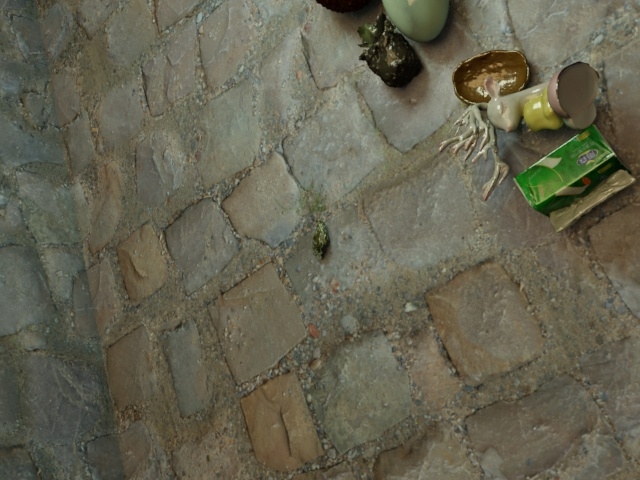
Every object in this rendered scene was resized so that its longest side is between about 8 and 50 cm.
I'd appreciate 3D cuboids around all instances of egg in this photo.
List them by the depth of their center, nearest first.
[{"bbox_3d":[0.260,-0.670,1.692,0.182,0.183,0.264,-18,80,33],"label":"egg"}]

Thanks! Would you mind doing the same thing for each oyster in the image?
[{"bbox_3d":[-0.001,-0.001,1.904,0.098,0.037,0.100,61,140,45],"label":"oyster"}]

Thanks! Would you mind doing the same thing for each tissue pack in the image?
[{"bbox_3d":[0.588,-0.130,1.415,0.209,0.148,0.156,-37,63,27],"label":"tissue pack"}]

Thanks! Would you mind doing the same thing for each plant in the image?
[{"bbox_3d":[0.188,-0.536,1.757,0.203,0.131,0.142,54,125,25],"label":"plant"}]

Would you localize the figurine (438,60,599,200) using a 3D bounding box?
[{"bbox_3d":[0.453,-0.275,1.455,0.315,0.206,0.284,-12,49,55],"label":"figurine"}]

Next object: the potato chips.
[{"bbox_3d":[0.446,-0.418,1.611,0.201,0.049,0.150,-13,81,35],"label":"potato chips"}]

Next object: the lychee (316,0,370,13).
[{"bbox_3d":[0.057,-0.796,1.831,0.271,0.236,0.236,39,108,50],"label":"lychee"}]
